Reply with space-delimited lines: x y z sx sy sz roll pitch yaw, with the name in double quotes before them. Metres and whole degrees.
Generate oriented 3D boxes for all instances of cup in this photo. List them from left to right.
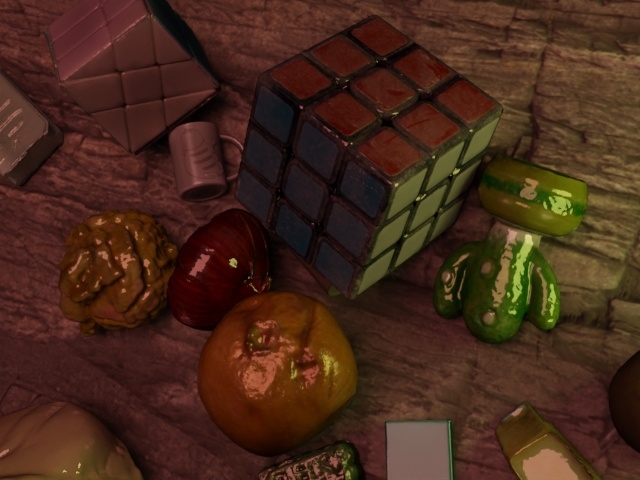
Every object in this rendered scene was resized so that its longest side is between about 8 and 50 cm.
"cup" -0.218 -0.156 2.009 0.136 0.099 0.133 -15 72 13

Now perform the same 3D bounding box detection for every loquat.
"loquat" -0.074 0.223 1.779 0.275 0.284 0.276 -1 73 5

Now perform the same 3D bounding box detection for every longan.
"longan" 0.557 0.254 1.643 0.212 0.198 0.198 -17 72 -2

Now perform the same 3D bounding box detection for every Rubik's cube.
"Rubik's cube" -0.358 -0.344 1.988 0.221 0.231 0.225 -36 44 8
"Rubik's cube" 0.074 -0.142 1.762 0.305 0.301 0.303 41 52 22

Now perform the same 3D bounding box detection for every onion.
"onion" -0.174 0.060 1.866 0.248 0.248 0.161 -40 81 4

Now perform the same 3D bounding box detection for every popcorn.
"popcorn" -0.387 0.059 1.954 0.259 0.212 0.259 -4 69 11

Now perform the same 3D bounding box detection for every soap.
"soap" -0.660 -0.246 2.161 0.261 0.094 0.150 43 91 21

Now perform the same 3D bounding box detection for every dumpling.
"dumpling" -0.531 0.395 1.851 0.394 0.315 0.233 7 83 26

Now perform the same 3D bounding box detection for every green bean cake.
"green bean cake" -0.006 0.449 1.803 0.173 0.094 0.182 -20 73 10

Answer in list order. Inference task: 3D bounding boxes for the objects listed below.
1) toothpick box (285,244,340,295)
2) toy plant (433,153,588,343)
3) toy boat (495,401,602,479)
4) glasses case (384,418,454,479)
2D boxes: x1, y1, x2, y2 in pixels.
"toothpick box" 0.000 0.000 1.903 0.111 0.111 0.181 -41 70 3
"toy plant" 0.329 0.024 1.792 0.224 0.184 0.316 24 100 25
"toy boat" 0.390 0.392 1.710 0.111 0.084 0.276 -38 71 6
"glasses case" 0.172 0.457 1.769 0.117 0.070 0.301 -2 74 9
